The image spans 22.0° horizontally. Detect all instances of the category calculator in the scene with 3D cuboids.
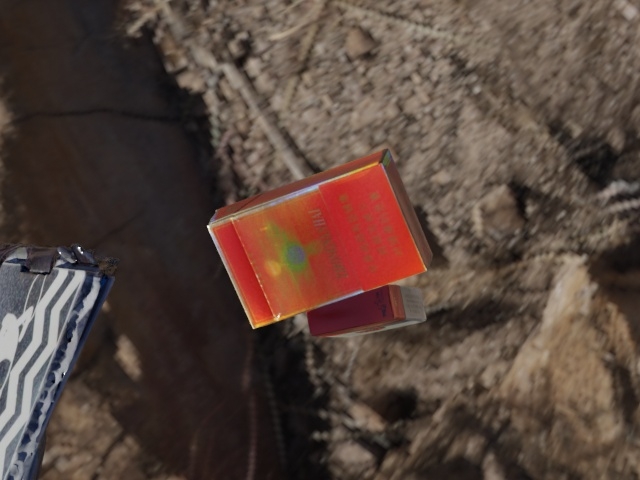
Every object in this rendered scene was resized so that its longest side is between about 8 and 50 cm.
[{"bbox_3d":[-0.197,0.077,0.950,0.028,0.274,0.165,27,80,-24],"label":"calculator"}]

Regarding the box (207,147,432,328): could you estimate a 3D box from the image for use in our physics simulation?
[{"bbox_3d":[0.000,0.000,1.475,0.175,0.048,0.112,-18,106,16],"label":"box"}]

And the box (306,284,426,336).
[{"bbox_3d":[0.053,0.080,1.860,0.100,0.152,0.048,-15,80,15],"label":"box"}]
